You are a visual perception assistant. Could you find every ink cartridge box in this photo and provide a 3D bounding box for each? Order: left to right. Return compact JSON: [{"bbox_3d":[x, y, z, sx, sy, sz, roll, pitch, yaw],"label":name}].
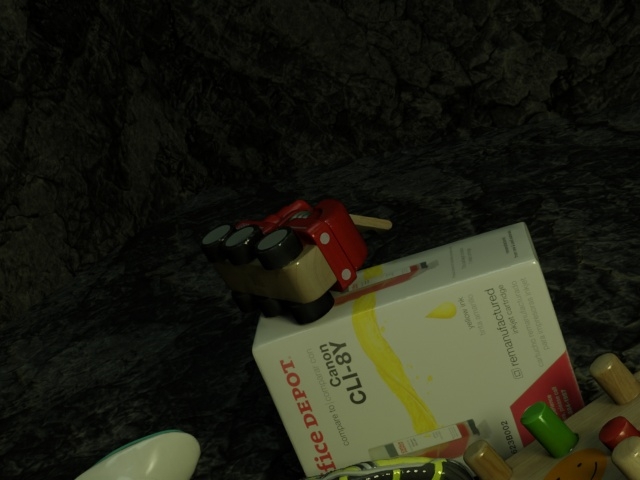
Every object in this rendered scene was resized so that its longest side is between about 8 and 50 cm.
[{"bbox_3d":[0.136,0.176,1.435,0.385,0.279,0.160,-18,18,10],"label":"ink cartridge box"}]

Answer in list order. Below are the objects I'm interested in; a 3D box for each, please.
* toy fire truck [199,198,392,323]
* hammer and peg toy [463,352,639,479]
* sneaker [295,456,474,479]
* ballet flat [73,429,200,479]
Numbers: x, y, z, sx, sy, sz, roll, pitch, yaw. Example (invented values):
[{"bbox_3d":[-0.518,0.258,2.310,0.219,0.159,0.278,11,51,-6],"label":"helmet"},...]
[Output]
[{"bbox_3d":[0.000,0.000,1.449,0.246,0.158,0.217,-42,24,-26],"label":"toy fire truck"},{"bbox_3d":[0.312,0.233,1.118,0.361,0.127,0.266,-39,11,19],"label":"hammer and peg toy"},{"bbox_3d":[0.002,0.336,1.322,0.385,0.145,0.147,-17,17,5],"label":"sneaker"},{"bbox_3d":[-0.342,0.417,1.537,0.400,0.139,0.139,-26,17,-5],"label":"ballet flat"}]
